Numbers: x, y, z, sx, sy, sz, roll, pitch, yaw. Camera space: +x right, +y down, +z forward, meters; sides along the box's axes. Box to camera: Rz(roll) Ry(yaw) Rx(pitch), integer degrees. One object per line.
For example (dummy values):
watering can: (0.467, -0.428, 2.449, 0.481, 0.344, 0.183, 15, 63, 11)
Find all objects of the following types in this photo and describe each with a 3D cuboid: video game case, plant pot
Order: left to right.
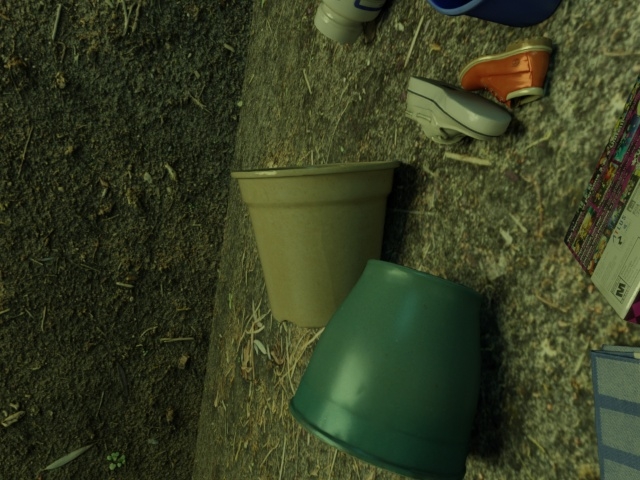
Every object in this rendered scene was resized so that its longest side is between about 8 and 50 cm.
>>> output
plant pot: (0.000, 0.000, 0.995, 0.334, 0.334, 0.305, -161, 65, -65)
plant pot: (0.122, 0.173, 0.739, 0.272, 0.272, 0.255, 9, 79, 66)
video game case: (0.314, -0.064, 0.456, 0.210, 0.042, 0.231, -55, -19, -68)

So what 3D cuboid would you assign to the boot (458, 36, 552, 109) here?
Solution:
boot: (0.261, -0.231, 0.714, 0.158, 0.059, 0.084, -174, 83, -65)

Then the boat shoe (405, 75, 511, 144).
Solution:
boat shoe: (0.205, -0.198, 0.789, 0.267, 0.096, 0.088, -123, 39, -55)

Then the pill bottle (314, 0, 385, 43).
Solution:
pill bottle: (0.085, -0.574, 1.046, 0.272, 0.153, 0.152, 123, 143, -47)

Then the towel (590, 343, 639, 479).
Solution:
towel: (0.373, 0.202, 0.421, 0.285, 0.034, 0.209, 164, 106, -67)

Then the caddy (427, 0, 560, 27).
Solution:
caddy: (0.226, -0.454, 0.681, 0.341, 0.179, 0.241, -110, 33, -43)
